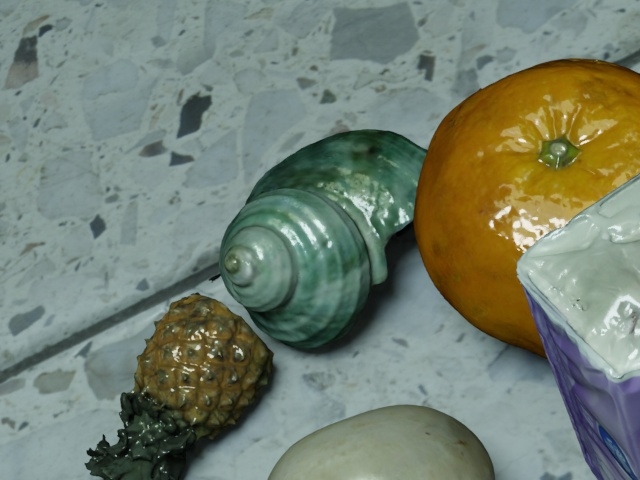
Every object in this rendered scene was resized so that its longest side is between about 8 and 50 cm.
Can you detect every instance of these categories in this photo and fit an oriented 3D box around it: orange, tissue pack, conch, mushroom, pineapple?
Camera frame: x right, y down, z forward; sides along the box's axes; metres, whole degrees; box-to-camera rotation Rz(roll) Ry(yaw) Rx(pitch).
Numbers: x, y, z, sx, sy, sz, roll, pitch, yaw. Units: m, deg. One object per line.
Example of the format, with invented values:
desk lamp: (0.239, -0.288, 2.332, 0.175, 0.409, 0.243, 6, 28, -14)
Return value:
orange: (0.223, -0.026, 1.336, 0.284, 0.226, 0.284, -7, 55, 9)
tissue pack: (0.311, 0.082, 1.153, 0.242, 0.338, 0.160, -34, 52, -3)
conch: (0.000, 0.000, 1.445, 0.220, 0.277, 0.195, -19, 87, 43)
mushroom: (0.053, 0.233, 1.243, 0.206, 0.206, 0.209, -25, 57, 3)
pineapple: (-0.151, 0.174, 1.412, 0.128, 0.128, 0.248, 24, 71, 33)
